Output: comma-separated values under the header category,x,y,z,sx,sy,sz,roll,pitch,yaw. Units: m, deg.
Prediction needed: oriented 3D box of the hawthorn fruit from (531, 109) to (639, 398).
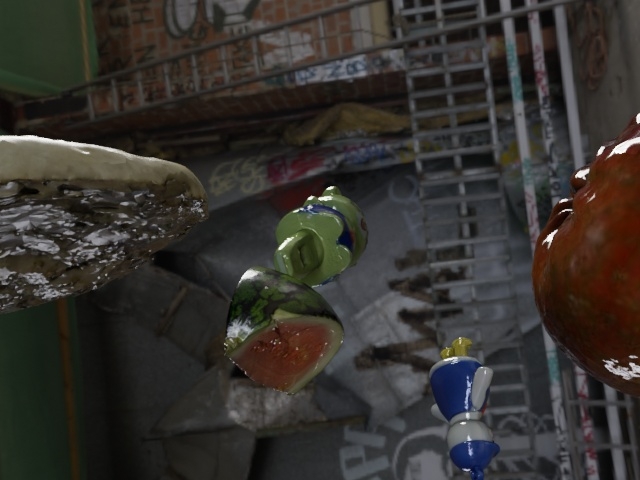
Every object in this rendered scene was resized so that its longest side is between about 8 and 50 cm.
category,x,y,z,sx,sy,sz,roll,pitch,yaw
hawthorn fruit,0.472,0.028,0.855,0.403,0.402,0.403,-7,-90,-83

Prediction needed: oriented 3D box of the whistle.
category,x,y,z,sx,sy,sz,roll,pitch,yaw
whistle,0.000,0.000,0.807,0.227,0.085,0.105,-32,-72,-68

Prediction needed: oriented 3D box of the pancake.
category,x,y,z,sx,sy,sz,roll,pitch,yaw
pancake,-0.208,0.006,0.439,0.282,0.282,0.049,59,-168,-74

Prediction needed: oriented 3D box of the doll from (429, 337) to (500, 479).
category,x,y,z,sx,sy,sz,roll,pitch,yaw
doll,0.139,0.163,0.683,0.099,0.057,0.143,124,153,-43

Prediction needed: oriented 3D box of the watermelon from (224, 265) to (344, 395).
category,x,y,z,sx,sy,sz,roll,pitch,yaw
watermelon,-0.017,0.068,0.554,0.163,0.068,0.087,58,-144,-65
